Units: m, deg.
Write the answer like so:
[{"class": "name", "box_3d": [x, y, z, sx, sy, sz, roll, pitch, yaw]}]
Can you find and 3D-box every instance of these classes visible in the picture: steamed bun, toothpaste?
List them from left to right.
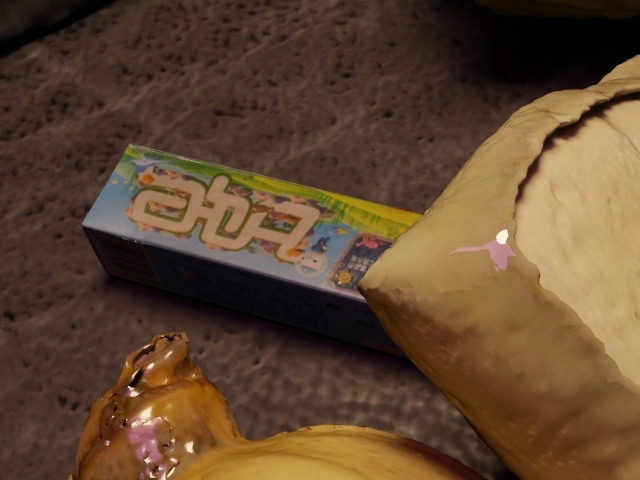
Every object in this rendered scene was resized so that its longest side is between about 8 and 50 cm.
[{"class": "toothpaste", "box_3d": [0.000, 0.000, 0.556, 0.193, 0.044, 0.070, 14, 60, 19]}, {"class": "steamed bun", "box_3d": [0.120, 0.033, 0.458, 0.110, 0.231, 0.212, -34, 18, 40]}]

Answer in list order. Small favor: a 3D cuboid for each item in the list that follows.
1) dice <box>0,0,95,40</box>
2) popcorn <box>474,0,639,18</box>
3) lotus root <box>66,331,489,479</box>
[{"class": "dice", "box_3d": [-0.187, -0.223, 0.666, 0.182, 0.181, 0.183, -25, 54, -10]}, {"class": "popcorn", "box_3d": [0.137, -0.247, 0.564, 0.247, 0.282, 0.282, -10, 53, 16]}, {"class": "lotus root", "box_3d": [0.038, 0.149, 0.384, 0.303, 0.146, 0.131, 34, 105, 22]}]
